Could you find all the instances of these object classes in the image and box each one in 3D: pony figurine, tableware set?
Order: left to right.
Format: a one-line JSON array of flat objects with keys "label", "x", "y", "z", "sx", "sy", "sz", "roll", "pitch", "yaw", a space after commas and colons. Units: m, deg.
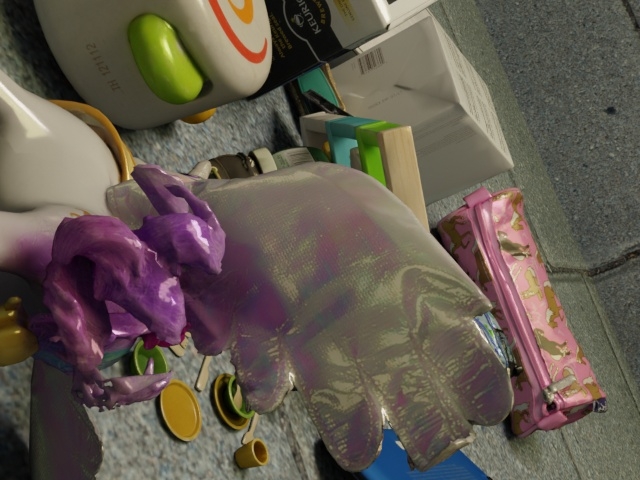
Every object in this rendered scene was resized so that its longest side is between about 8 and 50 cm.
[{"label": "pony figurine", "x": -0.123, "y": 0.010, "z": 0.444, "sx": 0.363, "sy": 0.303, "sz": 0.351, "roll": 32, "pitch": 25, "yaw": -43}, {"label": "tableware set", "x": -0.088, "y": 0.118, "z": 0.692, "sx": 0.154, "sy": 0.024, "sz": 0.104, "roll": 55, "pitch": 25, "yaw": -24}]

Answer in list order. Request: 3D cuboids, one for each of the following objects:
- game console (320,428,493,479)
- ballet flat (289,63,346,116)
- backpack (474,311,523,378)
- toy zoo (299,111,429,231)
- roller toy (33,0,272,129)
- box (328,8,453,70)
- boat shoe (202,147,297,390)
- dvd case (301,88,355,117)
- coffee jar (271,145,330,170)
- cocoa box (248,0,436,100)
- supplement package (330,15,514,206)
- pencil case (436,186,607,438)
[{"label": "game console", "x": 0.105, "y": 0.334, "z": 0.896, "sx": 0.250, "sy": 0.173, "sz": 0.293, "roll": 41, "pitch": 9, "yaw": 29}, {"label": "ballet flat", "x": -0.019, "y": -0.218, "z": 1.153, "sx": 0.067, "sy": 0.073, "sz": 0.206, "roll": 84, "pitch": -8, "yaw": -72}, {"label": "backpack", "x": 0.193, "y": 0.140, "z": 1.183, "sx": 0.084, "sy": 0.105, "sz": 0.114, "roll": 31, "pitch": 35, "yaw": -55}, {"label": "toy zoo", "x": 0.038, "y": -0.030, "z": 0.905, "sx": 0.293, "sy": 0.030, "sz": 0.192, "roll": -150, "pitch": -133, "yaw": -70}, {"label": "roller toy", "x": -0.139, "y": -0.195, "z": 0.738, "sx": 0.209, "sy": 0.146, "sz": 0.191, "roll": -22, "pitch": 97, "yaw": -73}, {"label": "box", "x": 0.083, "y": -0.300, "z": 1.323, "sx": 0.290, "sy": 0.087, "sz": 0.169, "roll": 37, "pitch": 65, "yaw": -49}, {"label": "boat shoe", "x": -0.057, "y": 0.030, "z": 0.798, "sx": 0.081, "sy": 0.068, "sz": 0.228, "roll": 126, "pitch": -49, "yaw": -68}, {"label": "dvd case", "x": 0.048, "y": -0.059, "z": 1.034, "sx": 0.221, "sy": 0.018, "sz": 0.164, "roll": 65, "pitch": -9, "yaw": -28}, {"label": "coffee jar", "x": 0.000, "y": 0.000, "z": 0.852, "sx": 0.096, "sy": 0.079, "sz": 0.184, "roll": 102, "pitch": -29, "yaw": -44}, {"label": "cocoa box", "x": -0.028, "y": -0.376, "z": 0.982, "sx": 0.231, "sy": 0.228, "sz": 0.347, "roll": -39, "pitch": 104, "yaw": -43}, {"label": "supplement package", "x": 0.126, "y": -0.160, "z": 1.218, "sx": 0.203, "sy": 0.194, "sz": 0.149, "roll": 32, "pitch": 40, "yaw": -54}, {"label": "pencil case", "x": 0.312, "y": 0.109, "z": 1.412, "sx": 0.160, "sy": 0.167, "sz": 0.386, "roll": -11, "pitch": 73, "yaw": -28}]
